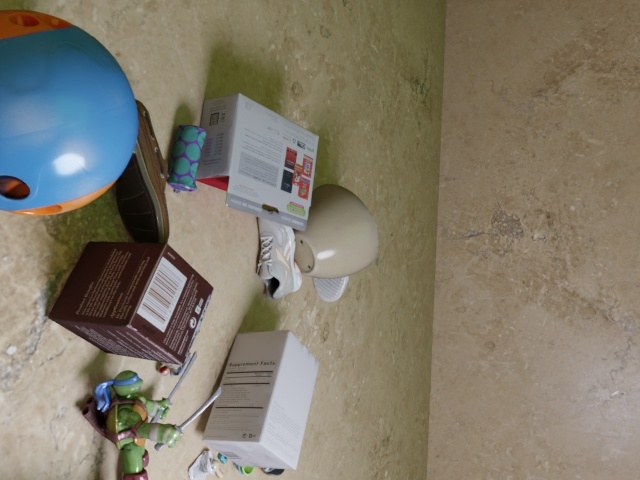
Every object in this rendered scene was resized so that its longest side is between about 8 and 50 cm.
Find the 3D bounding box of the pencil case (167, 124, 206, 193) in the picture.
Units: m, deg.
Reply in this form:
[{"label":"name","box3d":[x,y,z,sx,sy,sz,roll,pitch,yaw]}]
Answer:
[{"label":"pencil case","box3d":[-0.299,-0.184,1.289,0.070,0.064,0.152,20,73,-44]}]

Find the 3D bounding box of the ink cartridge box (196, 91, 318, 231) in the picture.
[{"label":"ink cartridge box","box3d":[-0.157,-0.180,1.443,0.309,0.130,0.272,18,75,-51]}]

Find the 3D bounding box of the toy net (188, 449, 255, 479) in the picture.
[{"label":"toy net","box3d":[-0.240,0.544,1.444,0.232,0.045,0.122,14,78,-61]}]

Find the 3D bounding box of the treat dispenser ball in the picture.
[{"label":"treat dispenser ball","box3d":[-0.416,-0.180,0.831,0.288,0.288,0.289,-3,94,-62]}]

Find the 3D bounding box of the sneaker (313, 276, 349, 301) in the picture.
[{"label":"sneaker","box3d":[0.069,0.024,1.915,0.150,0.135,0.366,15,78,-58]}]

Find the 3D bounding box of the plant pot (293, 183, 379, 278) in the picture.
[{"label":"plant pot","box3d":[0.000,0.000,1.672,0.191,0.284,0.284,-31,119,-39]}]

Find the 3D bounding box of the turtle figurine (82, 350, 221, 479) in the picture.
[{"label":"turtle figurine","box3d":[-0.313,0.385,1.128,0.274,0.197,0.267,-1,100,-49]}]

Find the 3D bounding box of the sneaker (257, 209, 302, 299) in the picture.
[{"label":"sneaker","box3d":[-0.131,0.046,1.588,0.121,0.099,0.263,-35,117,-44]}]

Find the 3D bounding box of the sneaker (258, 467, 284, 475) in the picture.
[{"label":"sneaker","box3d":[-0.134,0.591,1.605,0.084,0.083,0.215,-59,141,-45]}]

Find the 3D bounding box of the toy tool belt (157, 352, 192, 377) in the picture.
[{"label":"toy tool belt","box3d":[-0.320,0.279,1.279,0.051,0.052,0.083,63,38,-28]}]

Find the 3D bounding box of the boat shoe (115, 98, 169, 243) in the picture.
[{"label":"boat shoe","box3d":[-0.349,-0.130,1.148,0.104,0.110,0.308,-38,124,-54]}]

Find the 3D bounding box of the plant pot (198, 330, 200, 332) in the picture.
[{"label":"plant pot","box3d":[-0.328,0.188,1.237,0.081,0.081,0.083,-47,119,-52]}]

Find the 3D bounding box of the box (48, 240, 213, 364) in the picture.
[{"label":"box","box3d":[-0.344,0.114,1.065,0.167,0.203,0.169,55,45,-48]}]

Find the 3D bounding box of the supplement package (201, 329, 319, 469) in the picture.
[{"label":"supplement package","box3d":[-0.141,0.399,1.446,0.178,0.175,0.293,54,38,-40]}]
